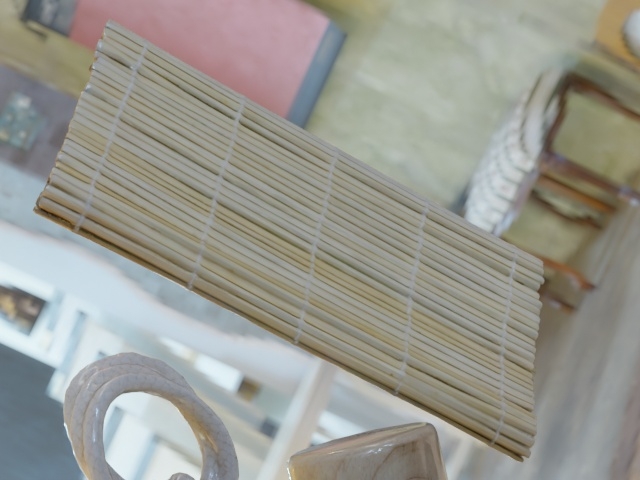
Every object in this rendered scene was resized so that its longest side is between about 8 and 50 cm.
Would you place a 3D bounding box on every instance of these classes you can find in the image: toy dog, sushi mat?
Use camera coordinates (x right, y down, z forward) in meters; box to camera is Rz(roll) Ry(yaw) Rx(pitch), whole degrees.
[{"bbox_3d":[-0.046,0.192,0.734,0.161,0.333,0.220,-21,65,35],"label":"toy dog"},{"bbox_3d":[0.000,0.000,0.850,0.019,0.316,0.151,-45,26,40],"label":"sushi mat"}]
